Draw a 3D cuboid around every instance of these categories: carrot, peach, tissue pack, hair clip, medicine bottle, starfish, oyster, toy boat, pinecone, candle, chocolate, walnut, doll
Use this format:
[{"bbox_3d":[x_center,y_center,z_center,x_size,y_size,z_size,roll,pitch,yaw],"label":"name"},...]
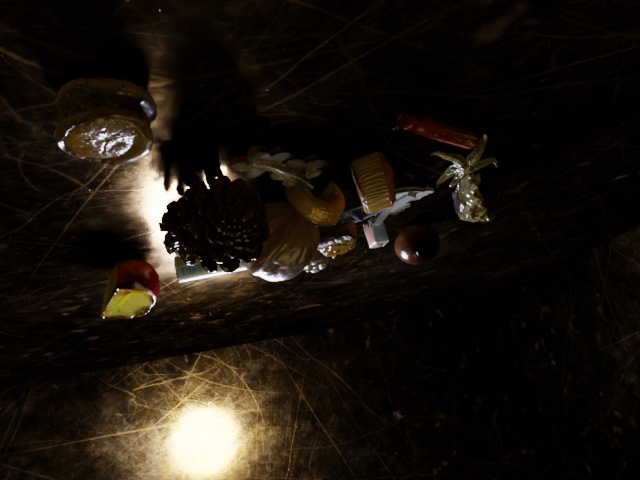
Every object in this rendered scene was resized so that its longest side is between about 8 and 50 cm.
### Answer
[{"bbox_3d":[0.000,0.000,1.701,0.260,0.070,0.070,-17,162,34],"label":"carrot"},{"bbox_3d":[-0.592,0.137,1.766,0.159,0.154,0.267,8,143,-28],"label":"peach"},{"bbox_3d":[0.194,-0.026,1.930,0.059,0.094,0.074,-8,162,-19],"label":"tissue pack"},{"bbox_3d":[-0.096,-0.175,1.358,0.257,0.075,0.146,14,154,-40],"label":"hair clip"},{"bbox_3d":[-0.262,0.051,1.836,0.426,0.108,0.108,-10,161,-4],"label":"medicine bottle"},{"bbox_3d":[0.404,-0.218,1.573,0.217,0.050,0.223,13,137,-16],"label":"starfish"},{"bbox_3d":[0.490,-0.127,1.802,0.110,0.166,0.341,-22,173,11],"label":"oyster"},{"bbox_3d":[0.093,-0.097,1.689,0.283,0.078,0.127,-21,159,19],"label":"toy boat"},{"bbox_3d":[-0.267,-0.034,1.392,0.309,0.244,0.244,-3,170,35],"label":"pinecone"},{"bbox_3d":[0.297,-0.273,1.382,0.329,0.048,0.051,4,168,-43],"label":"candle"},{"bbox_3d":[0.355,0.012,2.093,0.177,0.176,0.177,-12,161,-4],"label":"chocolate"},{"bbox_3d":[-0.121,0.002,1.609,0.225,0.225,0.261,2,142,-38],"label":"walnut"},{"bbox_3d":[0.001,0.065,2.070,0.188,0.096,0.145,-11,171,-40],"label":"doll"},{"bbox_3d":[0.246,-0.118,1.783,0.140,0.054,0.220,9,148,-40],"label":"hair clip"}]

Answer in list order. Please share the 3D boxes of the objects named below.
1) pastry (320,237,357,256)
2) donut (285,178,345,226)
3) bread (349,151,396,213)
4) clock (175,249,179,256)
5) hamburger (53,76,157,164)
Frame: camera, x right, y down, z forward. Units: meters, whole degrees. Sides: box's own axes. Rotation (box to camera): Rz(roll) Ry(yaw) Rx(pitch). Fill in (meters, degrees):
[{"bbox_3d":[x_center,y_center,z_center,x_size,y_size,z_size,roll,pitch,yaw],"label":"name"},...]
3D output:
[{"bbox_3d":[0.055,0.002,1.940,0.153,0.081,0.153,-20,156,-9],"label":"pastry"},{"bbox_3d":[-0.002,-0.107,1.507,0.181,0.146,0.078,10,134,-42],"label":"donut"},{"bbox_3d":[0.146,-0.152,1.486,0.114,0.132,0.190,-18,163,9],"label":"bread"},{"bbox_3d":[-0.359,0.004,1.648,0.166,0.092,0.162,-11,164,-9],"label":"clock"},{"bbox_3d":[-0.390,-0.215,0.991,0.185,0.113,0.177,-7,167,6],"label":"hamburger"}]
